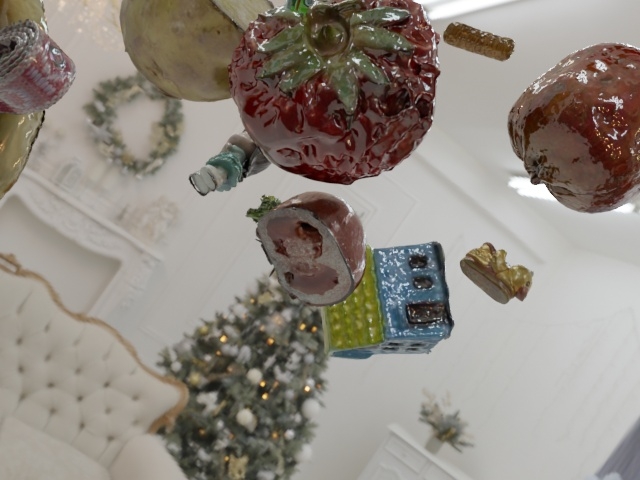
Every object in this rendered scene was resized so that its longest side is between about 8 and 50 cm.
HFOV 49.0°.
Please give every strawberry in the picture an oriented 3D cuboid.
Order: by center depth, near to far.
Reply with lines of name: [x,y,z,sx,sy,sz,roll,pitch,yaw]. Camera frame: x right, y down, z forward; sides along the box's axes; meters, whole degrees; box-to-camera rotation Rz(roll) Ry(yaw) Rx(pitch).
strawberry: [0.035,-0.221,1.123,0.295,0.317,0.345,59,-3,19]

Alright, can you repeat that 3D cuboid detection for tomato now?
tomato: [0.000,0.000,1.309,0.180,0.155,0.214,-1,-60,33]

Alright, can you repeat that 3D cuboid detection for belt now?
belt: [-0.303,-0.119,0.567,0.231,0.071,0.053,-7,-31,24]

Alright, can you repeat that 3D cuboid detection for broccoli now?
broccoli: [-0.134,-0.069,1.652,0.091,0.095,0.097,5,27,-24]

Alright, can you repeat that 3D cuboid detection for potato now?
potato: [-0.216,-0.355,1.260,0.289,0.237,0.301,56,23,10]

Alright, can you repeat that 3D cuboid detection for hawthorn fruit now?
hawthorn fruit: [0.425,-0.171,1.074,0.261,0.258,0.258,-12,-18,15]

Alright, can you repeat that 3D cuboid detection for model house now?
model house: [0.124,0.138,1.602,0.303,0.237,0.215,-4,-19,-6]

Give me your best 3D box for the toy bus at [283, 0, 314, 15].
toy bus: [-0.019,-0.334,0.900,0.037,0.083,0.031,15,29,-6]

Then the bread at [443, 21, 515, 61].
bread: [0.339,-0.426,1.504,0.157,0.052,0.044,21,20,11]

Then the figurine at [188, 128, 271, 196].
figurine: [-0.184,-0.184,1.601,0.137,0.245,0.110,-22,-74,44]

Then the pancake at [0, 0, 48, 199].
pancake: [-0.449,-0.161,0.732,0.386,0.387,0.082,34,0,18]

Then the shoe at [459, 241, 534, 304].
shoe: [0.273,0.046,1.086,0.109,0.069,0.072,26,-28,44]
